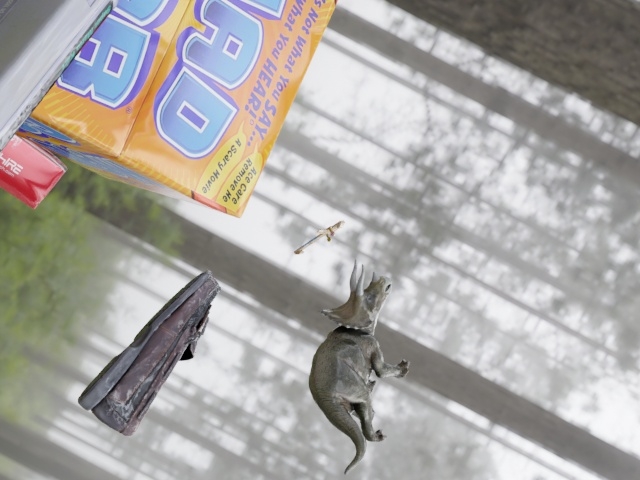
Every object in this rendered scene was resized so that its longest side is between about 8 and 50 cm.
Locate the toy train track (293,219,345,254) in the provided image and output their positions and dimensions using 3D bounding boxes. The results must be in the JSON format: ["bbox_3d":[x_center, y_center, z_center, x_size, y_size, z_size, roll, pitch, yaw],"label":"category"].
[{"bbox_3d":[0.000,0.000,1.577,0.083,0.014,0.048,-33,166,31],"label":"toy train track"}]

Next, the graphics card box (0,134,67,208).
[{"bbox_3d":[-0.578,-0.199,1.953,0.094,0.233,0.371,-53,-137,-2],"label":"graphics card box"}]

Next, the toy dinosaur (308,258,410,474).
[{"bbox_3d":[0.036,0.199,1.797,0.121,0.160,0.313,-23,-146,45],"label":"toy dinosaur"}]

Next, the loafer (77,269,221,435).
[{"bbox_3d":[-0.235,0.167,1.837,0.302,0.095,0.109,-48,-173,-39],"label":"loafer"}]

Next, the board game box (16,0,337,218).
[{"bbox_3d":[-0.247,-0.279,1.477,0.356,0.356,0.356,17,-99,53],"label":"board game box"}]

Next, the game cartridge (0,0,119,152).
[{"bbox_3d":[-0.312,-0.155,0.961,0.068,0.230,0.355,92,20,-49],"label":"game cartridge"}]
